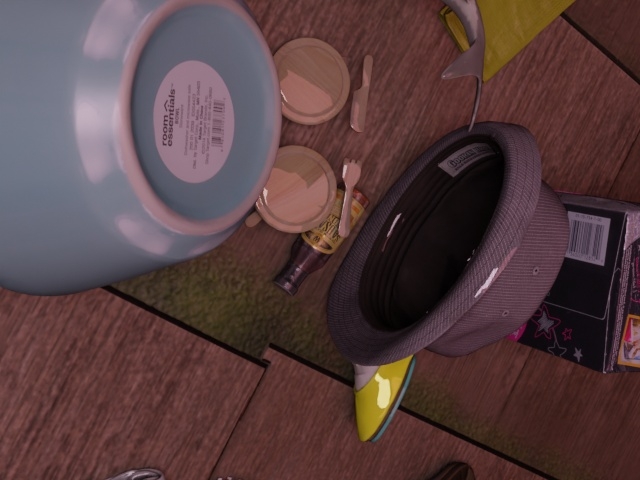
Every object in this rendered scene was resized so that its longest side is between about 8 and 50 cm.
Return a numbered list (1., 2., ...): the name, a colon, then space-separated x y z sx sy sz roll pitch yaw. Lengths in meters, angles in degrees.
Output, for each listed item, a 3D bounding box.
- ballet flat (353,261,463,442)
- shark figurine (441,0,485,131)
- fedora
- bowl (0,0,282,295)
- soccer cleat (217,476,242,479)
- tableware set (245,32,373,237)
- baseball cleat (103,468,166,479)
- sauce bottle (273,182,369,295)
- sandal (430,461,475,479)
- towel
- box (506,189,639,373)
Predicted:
1. ballet flat: 0.079 0.103 1.010 0.077 0.077 0.231 32 80 -8
2. shark figurine: 0.081 -0.247 0.903 0.278 0.116 0.166 39 75 8
3. fedora: 0.140 0.021 0.913 0.124 0.244 0.275 31 95 -25
4. bowl: -0.145 -0.101 0.724 0.312 0.163 0.311 -12 105 -55
5. soccer cleat: -0.079 0.270 0.972 0.083 0.029 0.035 19 86 -34
6. tableware set: -0.022 -0.104 0.930 0.128 0.039 0.194 9 89 -18
7. baseball cleat: -0.147 0.288 0.915 0.206 0.072 0.109 24 81 -33
8. sauce bottle: 0.000 0.000 0.957 0.042 0.042 0.128 41 78 -28
9. sandal: 0.094 0.320 1.063 0.219 0.060 0.089 -32 119 -35
10. towel: 0.242 -0.288 1.031 0.237 0.021 0.102 -43 115 -7
11. box: 0.273 0.031 0.992 0.142 0.247 0.163 2 98 -30
